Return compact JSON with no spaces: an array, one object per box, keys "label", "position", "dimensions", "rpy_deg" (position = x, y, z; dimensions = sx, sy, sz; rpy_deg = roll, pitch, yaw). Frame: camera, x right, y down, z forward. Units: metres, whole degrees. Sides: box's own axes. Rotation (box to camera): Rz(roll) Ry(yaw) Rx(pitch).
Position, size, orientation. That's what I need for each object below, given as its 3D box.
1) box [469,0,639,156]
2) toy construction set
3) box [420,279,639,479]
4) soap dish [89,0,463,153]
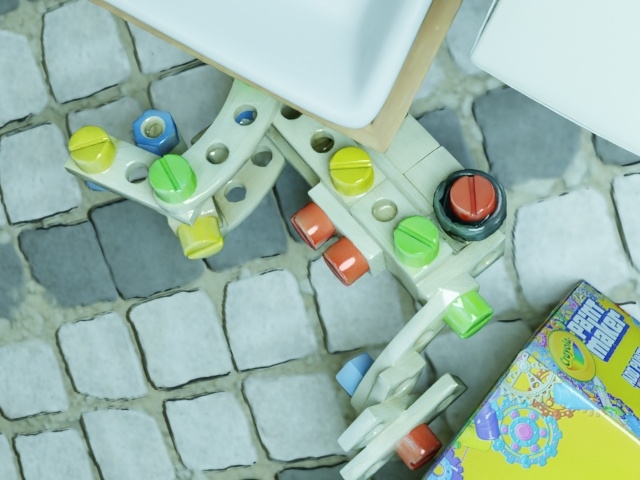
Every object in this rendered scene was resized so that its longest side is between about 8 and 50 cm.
[{"label":"box","position":[0.181,-0.130,0.720],"dimensions":[0.113,0.275,0.094],"rpy_deg":[32,113,13]},{"label":"toy construction set","position":[0.000,0.000,0.882],"dimensions":[0.215,0.151,0.328],"rpy_deg":[-38,83,-9]},{"label":"box","position":[0.186,0.237,0.865],"dimensions":[0.279,0.177,0.290],"rpy_deg":[39,115,10]},{"label":"soap dish","position":[-0.034,-0.221,0.787],"dimensions":[0.290,0.118,0.229],"rpy_deg":[28,115,6]}]
